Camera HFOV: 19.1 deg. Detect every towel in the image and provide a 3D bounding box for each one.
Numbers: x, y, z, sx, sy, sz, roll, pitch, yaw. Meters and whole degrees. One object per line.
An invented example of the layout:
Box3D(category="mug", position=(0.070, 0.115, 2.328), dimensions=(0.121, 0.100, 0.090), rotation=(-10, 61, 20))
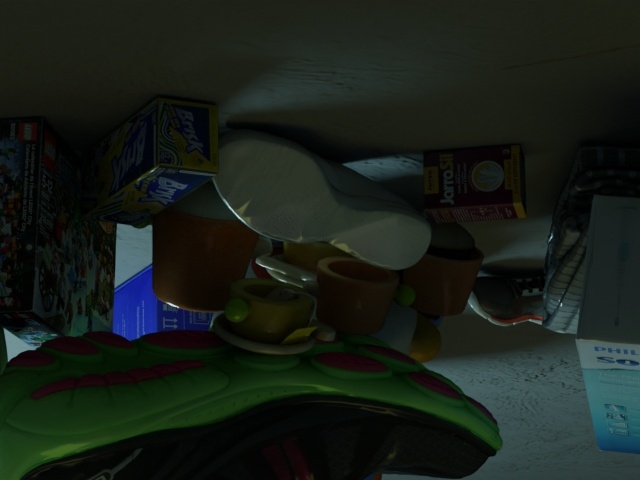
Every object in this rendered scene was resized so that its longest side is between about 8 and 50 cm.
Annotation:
Box3D(category="towel", position=(0.321, 0.002, 1.677), dimensions=(0.235, 0.121, 0.283), rotation=(7, 160, 2))

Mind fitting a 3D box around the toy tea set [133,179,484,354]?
Box3D(category="toy tea set", position=(0.000, 0.000, 1.676), dimensions=(0.200, 0.124, 0.336), rotation=(23, -160, 38))

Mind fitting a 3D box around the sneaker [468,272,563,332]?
Box3D(category="sneaker", position=(0.222, 0.052, 2.009), dimensions=(0.158, 0.061, 0.065), rotation=(8, 136, -33))

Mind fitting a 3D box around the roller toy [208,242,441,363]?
Box3D(category="roller toy", position=(-0.007, 0.091, 1.833), dimensions=(0.209, 0.146, 0.191), rotation=(26, -156, 23))

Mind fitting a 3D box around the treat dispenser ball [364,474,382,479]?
Box3D(category="treat dispenser ball", position=(-0.069, 0.268, 2.312), dimensions=(0.288, 0.288, 0.288), rotation=(-1, 165, 0))

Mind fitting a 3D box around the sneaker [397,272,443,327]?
Box3D(category="sneaker", position=(0.020, 0.116, 2.027), dimensions=(0.130, 0.147, 0.330), rotation=(9, 161, -34))

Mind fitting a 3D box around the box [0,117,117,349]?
Box3D(category="box", position=(-0.222, 0.009, 1.594), dimensions=(0.044, 0.159, 0.233), rotation=(-1, 165, 9))

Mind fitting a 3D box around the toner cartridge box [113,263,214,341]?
Box3D(category="toner cartridge box", position=(-0.163, 0.209, 1.977), dimensions=(0.075, 0.347, 0.165), rotation=(4, 164, -24))

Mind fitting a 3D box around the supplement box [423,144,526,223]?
Box3D(category="supplement box", position=(0.130, -0.047, 1.606), dimensions=(0.083, 0.055, 0.043), rotation=(-5, 163, 11))

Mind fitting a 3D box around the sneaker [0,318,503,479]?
Box3D(category="sneaker", position=(-0.065, 0.180, 1.612), dimensions=(0.483, 0.202, 0.185), rotation=(0, -161, -31))

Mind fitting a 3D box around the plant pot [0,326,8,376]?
Box3D(category="plant pot", position=(-0.391, 0.024, 1.510), dimensions=(0.284, 0.191, 0.284), rotation=(2, -162, -1))

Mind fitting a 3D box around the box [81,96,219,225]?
Box3D(category="box", position=(-0.139, -0.061, 1.530), dimensions=(0.054, 0.059, 0.169), rotation=(6, 164, -26))

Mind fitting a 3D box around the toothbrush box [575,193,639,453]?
Box3D(category="toothbrush box", position=(0.326, 0.082, 1.531), dimensions=(0.216, 0.126, 0.295), rotation=(4, 159, 15))

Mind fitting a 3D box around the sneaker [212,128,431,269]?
Box3D(category="sneaker", position=(-0.010, -0.043, 1.599), dimensions=(0.212, 0.094, 0.080), rotation=(26, 109, -29))
